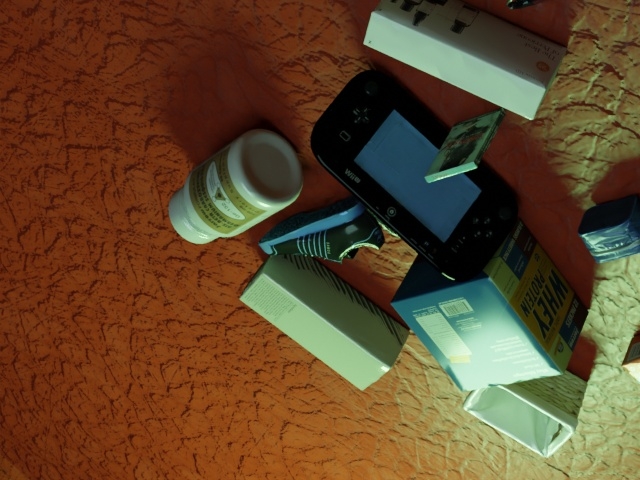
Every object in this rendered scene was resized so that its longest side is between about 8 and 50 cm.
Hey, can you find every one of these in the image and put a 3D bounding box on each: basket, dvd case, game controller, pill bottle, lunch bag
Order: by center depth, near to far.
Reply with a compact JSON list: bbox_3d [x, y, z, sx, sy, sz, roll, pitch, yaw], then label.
[{"bbox_3d":[0.197,-0.130,1.618,0.087,0.119,0.013,-15,121,44],"label":"dvd case"},{"bbox_3d":[0.413,-0.013,1.635,0.098,0.067,0.065,-16,121,42],"label":"lunch bag"},{"bbox_3d":[0.133,-0.089,1.671,0.319,0.166,0.067,41,154,-11],"label":"game controller"},{"bbox_3d":[-0.143,-0.078,1.895,0.131,0.131,0.229,45,140,-15],"label":"pill bottle"},{"bbox_3d":[0.338,0.254,1.938,0.167,0.103,0.113,31,141,4],"label":"basket"}]

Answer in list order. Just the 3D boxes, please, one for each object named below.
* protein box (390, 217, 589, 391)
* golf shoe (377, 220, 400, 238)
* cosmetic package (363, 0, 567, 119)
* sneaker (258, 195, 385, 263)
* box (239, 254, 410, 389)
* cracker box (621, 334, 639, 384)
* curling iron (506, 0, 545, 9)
[{"bbox_3d":[0.257,0.103,1.807,0.200,0.136,0.201,-19,119,44],"label":"protein box"},{"bbox_3d":[0.115,-0.077,1.772,0.086,0.067,0.186,-3,129,34],"label":"golf shoe"},{"bbox_3d":[0.185,-0.249,1.519,0.239,0.099,0.060,25,141,8],"label":"cosmetic package"},{"bbox_3d":[0.000,0.000,1.919,0.232,0.081,0.090,-17,113,42],"label":"sneaker"},{"bbox_3d":[0.007,0.128,2.039,0.275,0.094,0.113,38,141,-6],"label":"box"},{"bbox_3d":[0.584,0.218,1.760,0.232,0.067,0.156,42,141,-12],"label":"cracker box"},{"bbox_3d":[0.329,-0.319,1.381,0.274,0.068,0.035,-12,87,37],"label":"curling iron"}]
